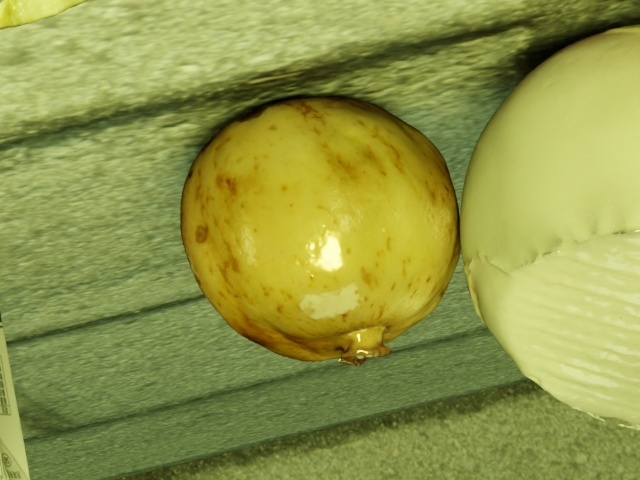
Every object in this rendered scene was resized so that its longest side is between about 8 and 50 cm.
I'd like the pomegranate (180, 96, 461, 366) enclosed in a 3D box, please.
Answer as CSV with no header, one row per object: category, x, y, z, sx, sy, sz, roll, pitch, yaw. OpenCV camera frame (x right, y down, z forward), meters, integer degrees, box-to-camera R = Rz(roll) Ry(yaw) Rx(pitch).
pomegranate,0.000,0.000,1.357,0.215,0.215,0.215,-13,167,-3

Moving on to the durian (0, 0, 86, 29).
durian,-0.112,-0.159,0.831,0.148,0.091,0.188,-18,-172,15

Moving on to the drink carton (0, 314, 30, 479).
drink carton,-0.326,0.107,1.442,0.134,0.222,0.102,-15,167,6

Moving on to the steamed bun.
steamed bun,0.253,-0.039,1.335,0.309,0.309,0.309,-13,167,-3
